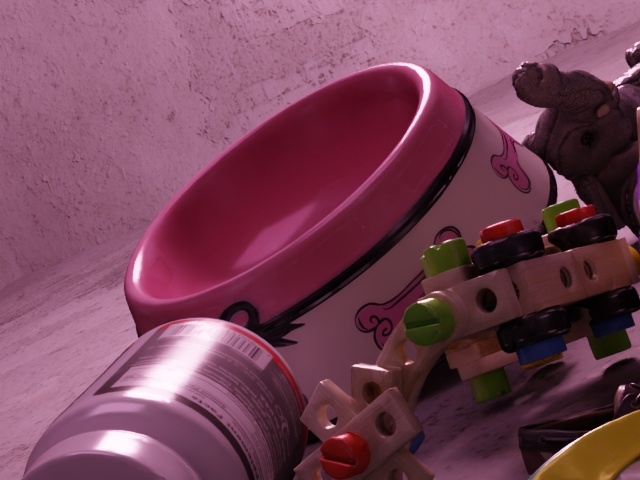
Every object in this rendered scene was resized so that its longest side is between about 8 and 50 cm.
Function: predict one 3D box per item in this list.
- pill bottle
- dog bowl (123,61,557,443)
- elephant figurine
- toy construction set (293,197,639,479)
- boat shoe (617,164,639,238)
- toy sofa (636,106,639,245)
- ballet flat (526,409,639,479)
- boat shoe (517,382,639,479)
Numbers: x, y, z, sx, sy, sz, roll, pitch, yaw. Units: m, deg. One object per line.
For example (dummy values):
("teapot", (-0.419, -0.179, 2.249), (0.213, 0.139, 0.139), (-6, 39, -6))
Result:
("pill bottle", (-0.111, 0.165, 1.334), (0.161, 0.161, 0.283), (-23, 8, 15))
("dog bowl", (0.000, 0.000, 1.726), (0.408, 0.150, 0.408), (-32, 21, 14))
("elephant figurine", (0.262, -0.099, 1.791), (0.239, 0.186, 0.169), (-20, 9, -24))
("toy construction set", (0.107, 0.063, 1.354), (0.215, 0.151, 0.327), (-23, 8, 36))
("boat shoe", (0.409, -0.104, 1.709), (0.335, 0.112, 0.095), (-29, 12, -3))
("toy sofa", (0.283, -0.038, 1.276), (0.150, 0.177, 0.362), (-4, 13, 10))
("ballet flat", (0.188, 0.124, 1.022), (0.231, 0.077, 0.077), (-28, 24, -32))
("boat shoe", (0.190, 0.111, 1.163), (0.152, 0.049, 0.056), (-23, 8, 16))
